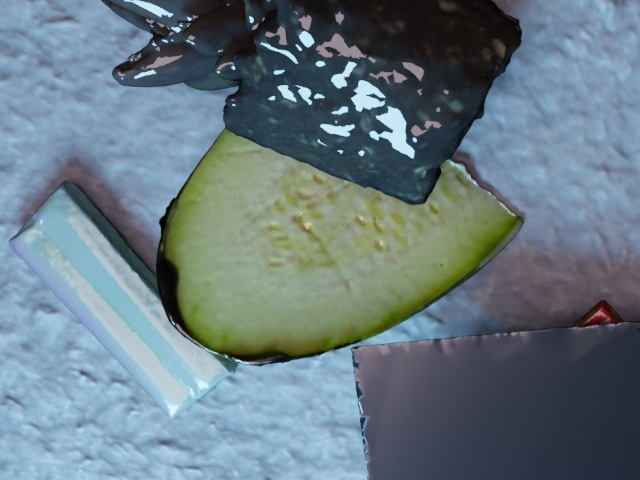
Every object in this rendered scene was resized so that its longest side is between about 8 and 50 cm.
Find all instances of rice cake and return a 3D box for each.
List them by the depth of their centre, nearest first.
[{"bbox_3d":[-0.171,0.055,1.093,0.080,0.042,0.222,-44,86,13],"label":"rice cake"}]

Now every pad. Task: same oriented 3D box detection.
[{"bbox_3d":[0.219,0.182,0.976,0.367,0.007,0.248,-6,98,3],"label":"pad"}]

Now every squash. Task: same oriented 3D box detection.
[{"bbox_3d":[0.000,0.000,0.988,0.237,0.155,0.204,36,106,9],"label":"squash"}]

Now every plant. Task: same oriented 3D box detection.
[{"bbox_3d":[-0.018,-0.173,0.947,0.320,0.194,0.182,32,138,3],"label":"plant"}]

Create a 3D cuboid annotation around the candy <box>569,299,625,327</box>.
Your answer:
[{"bbox_3d":[0.239,0.113,0.998,0.062,0.038,0.122,-42,86,15],"label":"candy"}]
